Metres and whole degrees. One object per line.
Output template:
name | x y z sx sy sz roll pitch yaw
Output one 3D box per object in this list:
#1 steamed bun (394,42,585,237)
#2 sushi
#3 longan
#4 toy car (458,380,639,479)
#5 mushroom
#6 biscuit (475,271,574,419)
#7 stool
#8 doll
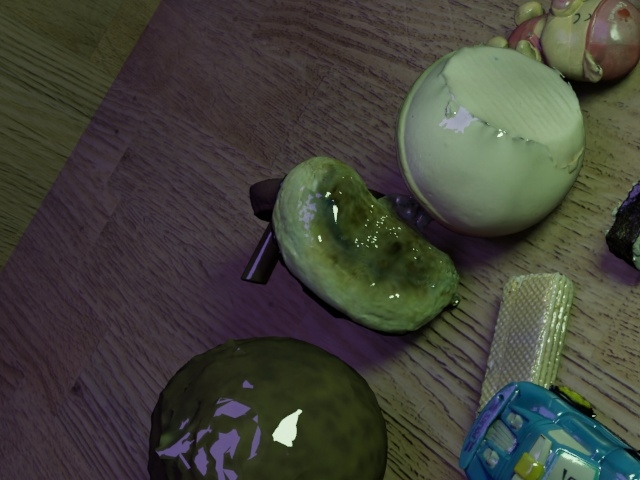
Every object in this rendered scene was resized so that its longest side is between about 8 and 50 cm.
steamed bun | 0.252 -0.128 1.845 0.309 0.309 0.309 -28 47 35
sushi | 0.472 -0.033 1.667 0.150 0.090 0.078 -57 33 8
longan | -0.090 0.330 1.840 0.391 0.391 0.391 -28 47 35
toy car | 0.321 0.316 1.541 0.198 0.166 0.314 -58 42 8
mushroom | 0.075 0.009 1.886 0.247 0.344 0.130 -40 3 -6
biscuit | 0.306 0.165 1.753 0.108 0.062 0.239 -7 60 49
stool | 0.000 0.000 2.074 0.272 0.272 0.178 -3 77 49
doll | 0.403 -0.329 1.893 0.256 0.152 0.196 -1 70 47
